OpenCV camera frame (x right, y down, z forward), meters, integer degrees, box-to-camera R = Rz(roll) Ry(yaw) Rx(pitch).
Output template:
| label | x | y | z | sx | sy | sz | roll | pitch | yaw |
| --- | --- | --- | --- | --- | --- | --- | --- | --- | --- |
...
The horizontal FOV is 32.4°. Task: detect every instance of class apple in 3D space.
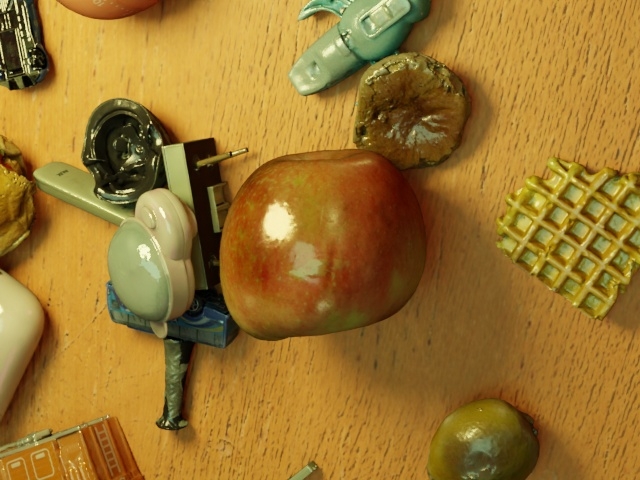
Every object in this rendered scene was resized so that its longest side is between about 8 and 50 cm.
| label | x | y | z | sx | sy | sz | roll | pitch | yaw |
| --- | --- | --- | --- | --- | --- | --- | --- | --- | --- |
| apple | 0.000 | 0.000 | 1.663 | 0.319 | 0.319 | 0.277 | -9 | 91 | 20 |

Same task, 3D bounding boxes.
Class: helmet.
| label | x | y | z | sx | sy | sz | roll | pitch | yaw |
| --- | --- | --- | --- | --- | --- | --- | --- | --- | --- |
| helmet | -0.311 | -0.145 | 1.855 | 0.153 | 0.107 | 0.176 | -25 | 72 | 24 |

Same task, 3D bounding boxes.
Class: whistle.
| label | x | y | z | sx | sy | sz | roll | pitch | yaw |
| --- | --- | --- | --- | --- | --- | --- | --- | --- | --- |
| whistle | 0.064 | -0.315 | 1.701 | 0.274 | 0.093 | 0.186 | -33 | 90 | 25 |

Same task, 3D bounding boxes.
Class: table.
| label | x | y | z | sx | sy | sz | roll | pitch | yaw |
| --- | --- | --- | --- | --- | --- | --- | --- | --- | --- |
| table | -0.168 | -0.049 | 1.811 | 0.111 | 0.121 | 0.240 | -6 | 98 | 20 |

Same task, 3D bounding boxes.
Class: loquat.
| label | x | y | z | sx | sy | sz | roll | pitch | yaw |
| --- | --- | --- | --- | --- | --- | --- | --- | --- | --- |
| loquat | 0.251 | 0.331 | 1.728 | 0.195 | 0.152 | 0.152 | -33 | 88 | 13 |

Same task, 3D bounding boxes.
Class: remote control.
| label | x | y | z | sx | sy | sz | roll | pitch | yaw |
| --- | --- | --- | --- | --- | --- | --- | --- | --- | --- |
| remote control | -0.351 | -0.058 | 1.892 | 0.310 | 0.090 | 0.038 | 25 | 118 | 14 |

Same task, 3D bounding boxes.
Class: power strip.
| label | x | y | z | sx | sy | sz | roll | pitch | yaw |
| --- | --- | --- | --- | --- | --- | --- | --- | --- | --- |
| power strip | -0.038 | 0.410 | 1.902 | 0.083 | 0.027 | 0.017 | -42 | 82 | 21 |

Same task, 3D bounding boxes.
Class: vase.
| label | x | y | z | sx | sy | sz | roll | pitch | yaw |
| --- | --- | --- | --- | --- | --- | --- | --- | --- | --- |
| vase | -0.254 | 0.247 | 1.930 | 0.059 | 0.059 | 0.167 | 11 | 103 | 17 |

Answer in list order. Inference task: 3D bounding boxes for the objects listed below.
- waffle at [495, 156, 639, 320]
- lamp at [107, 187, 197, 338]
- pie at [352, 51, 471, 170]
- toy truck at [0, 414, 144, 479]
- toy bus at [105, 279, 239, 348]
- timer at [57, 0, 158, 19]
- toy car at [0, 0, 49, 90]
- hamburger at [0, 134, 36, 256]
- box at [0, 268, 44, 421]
| label | x | y | z | sx | sy | sz | roll | pitch | yaw |
| --- | --- | --- | --- | --- | --- | --- | --- | --- | --- |
| waffle | 0.393 | -0.028 | 1.656 | 0.229 | 0.057 | 0.219 | 37 | 109 | 10 |
| lamp | -0.273 | 0.030 | 1.753 | 0.179 | 0.108 | 0.246 | 44 | 133 | 30 |
| pie | 0.142 | -0.193 | 1.692 | 0.195 | 0.046 | 0.195 | 4 | 120 | 6 |
| toy truck | -0.525 | 0.460 | 2.008 | 0.388 | 0.173 | 0.206 | -21 | 86 | 18 |
| toy bus | -0.255 | 0.119 | 1.895 | 0.237 | 0.079 | 0.094 | 11 | 105 | 17 |
| timer | -0.334 | -0.465 | 1.735 | 0.215 | 0.230 | 0.229 | -15 | 95 | 30 |
| toy car | -0.529 | -0.368 | 1.908 | 0.103 | 0.063 | 0.216 | -10 | 91 | 20 |
| hamburger | -0.620 | -0.085 | 1.909 | 0.244 | 0.244 | 0.163 | -45 | 46 | 21 |
| box | -0.673 | 0.190 | 2.020 | 0.289 | 0.141 | 0.349 | 33 | 109 | 10 |
